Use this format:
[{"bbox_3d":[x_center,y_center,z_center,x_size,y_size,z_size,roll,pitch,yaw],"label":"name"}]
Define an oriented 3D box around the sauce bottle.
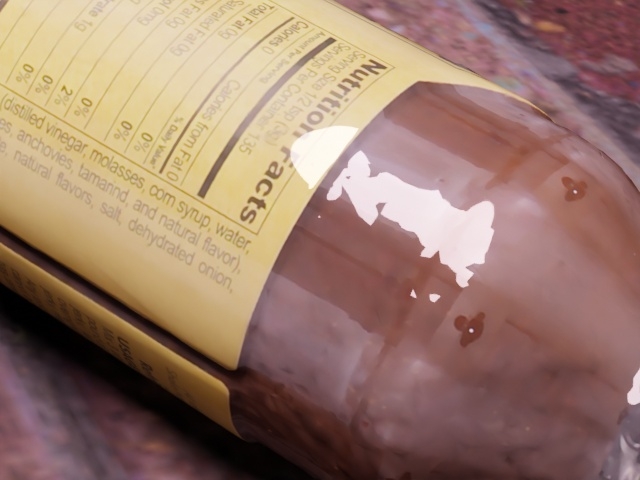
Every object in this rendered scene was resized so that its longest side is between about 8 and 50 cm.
[{"bbox_3d":[0.000,0.000,0.427,0.344,0.111,0.111,32,37,20],"label":"sauce bottle"}]
